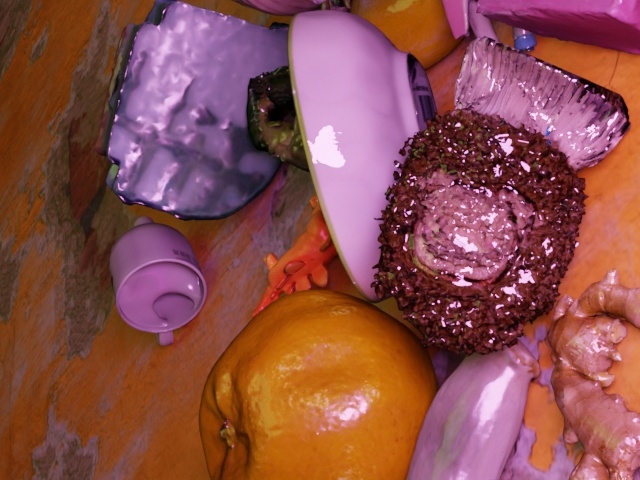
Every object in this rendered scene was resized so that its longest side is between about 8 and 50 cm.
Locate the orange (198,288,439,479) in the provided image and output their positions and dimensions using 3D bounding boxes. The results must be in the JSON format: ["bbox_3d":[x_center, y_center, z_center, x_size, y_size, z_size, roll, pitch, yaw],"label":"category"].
[{"bbox_3d":[-0.004,0.191,1.518,0.279,0.235,0.279,-173,90,-67],"label":"orange"}]

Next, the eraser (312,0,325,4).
[{"bbox_3d":[0.095,-0.458,1.612,0.397,0.082,0.213,-42,54,11],"label":"eraser"}]

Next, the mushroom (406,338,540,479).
[{"bbox_3d":[0.130,0.255,1.387,0.109,0.097,0.351,8,82,43],"label":"mushroom"}]

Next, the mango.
[{"bbox_3d":[0.129,-0.294,1.628,0.251,0.114,0.156,-41,44,32],"label":"mango"}]

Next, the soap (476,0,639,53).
[{"bbox_3d":[0.296,-0.362,1.338,0.233,0.128,0.359,18,92,61],"label":"soap"}]

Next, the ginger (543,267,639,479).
[{"bbox_3d":[0.251,0.127,1.282,0.193,0.052,0.176,-62,31,10],"label":"ginger"}]

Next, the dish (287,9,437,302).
[{"bbox_3d":[0.076,-0.102,1.523,0.124,0.324,0.324,-14,57,13],"label":"dish"}]

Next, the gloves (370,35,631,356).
[{"bbox_3d":[0.167,-0.035,1.359,0.312,0.210,0.135,-57,0,-10],"label":"gloves"}]

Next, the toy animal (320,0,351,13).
[{"bbox_3d":[0.025,-0.261,1.721,0.070,0.105,0.202,-19,13,20],"label":"toy animal"}]

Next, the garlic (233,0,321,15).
[{"bbox_3d":[-0.051,-0.442,1.862,0.317,0.259,0.317,-43,40,53],"label":"garlic"}]

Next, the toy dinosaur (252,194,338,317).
[{"bbox_3d":[0.000,0.000,1.764,0.288,0.070,0.117,-55,22,10],"label":"toy dinosaur"}]

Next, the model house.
[{"bbox_3d":[-0.197,-0.195,2.061,0.329,0.252,0.295,-152,77,-68],"label":"model house"}]

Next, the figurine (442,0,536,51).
[{"bbox_3d":[0.181,-0.320,1.475,0.205,0.103,0.260,-12,103,23],"label":"figurine"}]

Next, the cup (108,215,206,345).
[{"bbox_3d":[-0.239,0.055,2.144,0.134,0.173,0.142,-35,38,7],"label":"cup"}]

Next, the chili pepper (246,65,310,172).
[{"bbox_3d":[-0.009,-0.163,1.818,0.264,0.116,0.148,20,102,63],"label":"chili pepper"}]
